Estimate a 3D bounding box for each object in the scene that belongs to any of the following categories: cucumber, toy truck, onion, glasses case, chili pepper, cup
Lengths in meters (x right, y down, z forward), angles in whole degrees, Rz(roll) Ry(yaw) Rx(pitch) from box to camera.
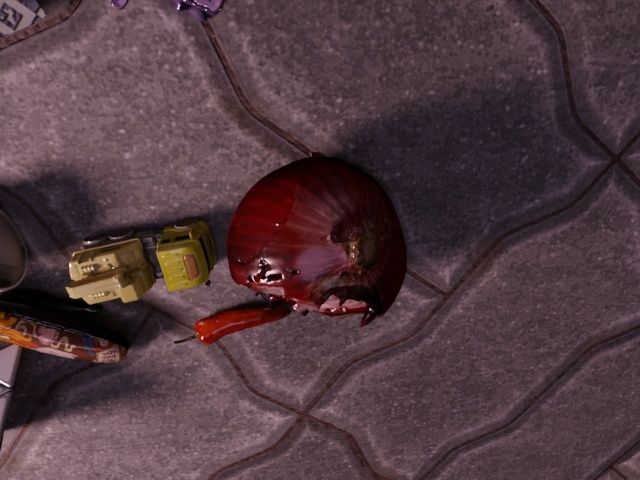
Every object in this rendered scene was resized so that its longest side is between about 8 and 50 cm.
[{"bbox_3d":[-0.561,0.133,0.951,0.184,0.036,0.033,16,133,-17],"label":"cucumber"},{"bbox_3d":[-0.351,0.050,0.882,0.272,0.157,0.124,-10,115,-5],"label":"toy truck"},{"bbox_3d":[0.000,-0.001,0.839,0.341,0.341,0.341,-4,115,-8],"label":"onion"},{"bbox_3d":[-0.563,0.189,0.927,0.321,0.082,0.122,23,147,-21],"label":"glasses case"},{"bbox_3d":[-0.201,0.189,1.024,0.272,0.071,0.063,-16,77,-8],"label":"chili pepper"},{"bbox_3d":[-0.693,0.013,0.830,0.202,0.221,0.167,-15,150,1],"label":"cup"}]

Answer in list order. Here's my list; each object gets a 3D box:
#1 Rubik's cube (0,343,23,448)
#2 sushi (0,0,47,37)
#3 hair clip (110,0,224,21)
[{"bbox_3d":[-0.730,0.376,0.917,0.233,0.229,0.228,-13,108,16],"label":"Rubik's cube"},{"bbox_3d":[-0.628,-0.422,0.676,0.292,0.059,0.294,-25,116,3],"label":"sushi"},{"bbox_3d":[-0.288,-0.432,0.721,0.279,0.090,0.137,22,109,-13],"label":"hair clip"}]
